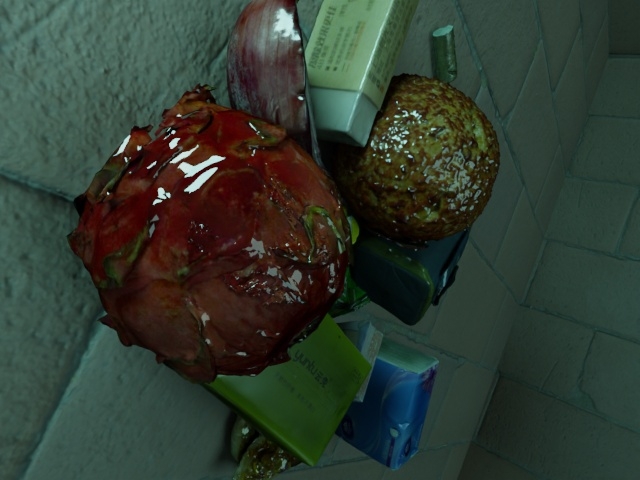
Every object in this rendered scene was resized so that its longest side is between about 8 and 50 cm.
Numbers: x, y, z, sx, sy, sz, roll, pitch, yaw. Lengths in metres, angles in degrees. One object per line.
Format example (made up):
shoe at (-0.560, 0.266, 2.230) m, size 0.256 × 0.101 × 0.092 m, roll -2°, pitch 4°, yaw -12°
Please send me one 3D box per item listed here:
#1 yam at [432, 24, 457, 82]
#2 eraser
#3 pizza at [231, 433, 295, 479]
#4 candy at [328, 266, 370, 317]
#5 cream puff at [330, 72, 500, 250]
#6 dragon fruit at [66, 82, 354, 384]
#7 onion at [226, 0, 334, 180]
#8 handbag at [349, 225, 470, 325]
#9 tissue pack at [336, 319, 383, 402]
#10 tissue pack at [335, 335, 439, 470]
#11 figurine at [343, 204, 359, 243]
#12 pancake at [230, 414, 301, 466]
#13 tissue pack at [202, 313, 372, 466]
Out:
yam at (0.304, -0.447, 1.091) m, size 0.054 × 0.054 × 0.132 m, roll -47°, pitch 137°, yaw -30°
eraser at (0.061, -0.333, 0.747) m, size 0.078 × 0.144 × 0.343 m, roll 22°, pitch 87°, yaw -56°
pizza at (-0.063, 0.391, 0.867) m, size 0.246 × 0.058 × 0.127 m, roll -27°, pitch 126°, yaw -41°
candy at (0.013, 0.092, 0.914) m, size 0.141 × 0.078 × 0.203 m, roll -40°, pitch 137°, yaw -19°
cream puff at (0.181, -0.168, 0.830) m, size 0.350 × 0.351 × 0.228 m, roll -48°, pitch 169°, yaw -30°
dragon fruit at (-0.115, -0.001, 0.510) m, size 0.296 × 0.301 × 0.295 m, roll -39°, pitch 165°, yaw -12°
onion at (-0.058, -0.179, 0.614) m, size 0.227 × 0.121 × 0.283 m, roll -82°, pitch 160°, yaw -82°
handbag at (0.204, 0.023, 1.007) m, size 0.241 × 0.223 × 0.263 m, roll -50°, pitch 154°, yaw -25°
tissue pack at (0.047, 0.238, 0.890) m, size 0.065 × 0.116 × 0.155 m, roll 47°, pitch 48°, yaw -28°
tissue pack at (0.164, 0.403, 1.145) m, size 0.146 × 0.198 × 0.263 m, roll -7°, pitch 111°, yaw -53°
figurine at (-0.005, -0.006, 0.820) m, size 0.178 × 0.130 × 0.109 m, roll -58°, pitch -179°, yaw -31°
pancake at (-0.046, 0.349, 0.964) m, size 0.356 × 0.065 × 0.355 m, roll -23°, pitch 124°, yaw -39°
tissue pack at (-0.074, 0.196, 0.732) m, size 0.200 × 0.167 × 0.274 m, roll -54°, pitch 128°, yaw -27°
